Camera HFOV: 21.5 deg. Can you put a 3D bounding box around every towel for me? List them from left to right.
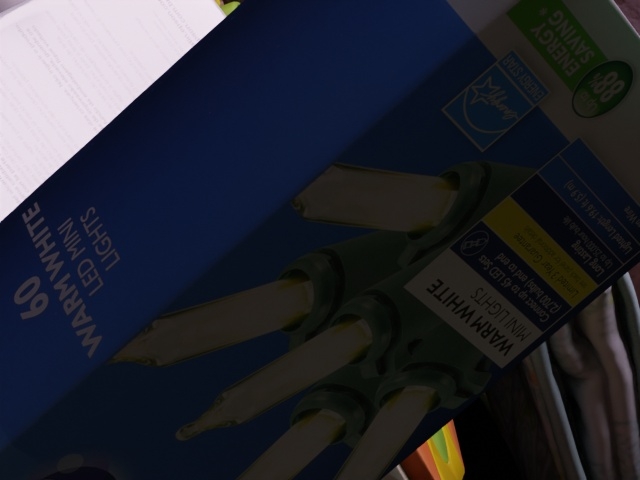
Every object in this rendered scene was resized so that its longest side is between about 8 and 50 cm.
[{"bbox_3d":[0.176,0.064,1.379,0.320,0.090,0.374,-114,-172,-55],"label":"towel"}]

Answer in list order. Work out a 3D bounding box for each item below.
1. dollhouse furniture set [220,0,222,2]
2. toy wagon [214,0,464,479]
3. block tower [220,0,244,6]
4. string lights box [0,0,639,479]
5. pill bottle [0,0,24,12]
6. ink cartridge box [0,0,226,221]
[{"bbox_3d":[-0.113,-0.216,1.543,0.212,0.161,0.242,41,34,-43],"label":"dollhouse furniture set"},{"bbox_3d":[-0.007,0.002,0.957,0.267,0.068,0.344,-21,91,-81],"label":"toy wagon"},{"bbox_3d":[-0.020,-0.144,1.202,0.335,0.091,0.097,-168,-123,-78],"label":"block tower"},{"bbox_3d":[-0.014,0.014,0.515,0.133,0.259,0.077,38,14,-48],"label":"string lights box"},{"bbox_3d":[-0.158,-0.109,0.894,0.152,0.086,0.086,40,13,-42],"label":"pill bottle"},{"bbox_3d":[-0.081,-0.003,0.736,0.223,0.045,0.224,53,45,-2],"label":"ink cartridge box"}]
